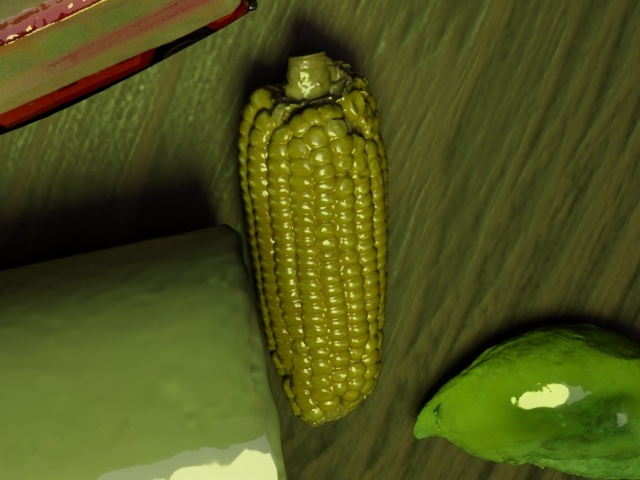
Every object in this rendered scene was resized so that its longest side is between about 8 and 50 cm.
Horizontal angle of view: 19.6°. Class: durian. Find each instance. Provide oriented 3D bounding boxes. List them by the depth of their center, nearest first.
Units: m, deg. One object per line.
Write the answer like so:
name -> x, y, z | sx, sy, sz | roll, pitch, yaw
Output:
durian -> 0.212, 0.142, 1.575 | 0.250, 0.101, 0.139 | 10, 109, -14

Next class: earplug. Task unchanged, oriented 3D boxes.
earplug -> -0.227, 0.172, 1.400 | 0.394, 0.312, 0.312 | -10, 112, -3

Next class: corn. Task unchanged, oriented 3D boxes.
corn -> 0.000, 0.000, 1.473 | 0.119, 0.119, 0.321 | -11, 117, -6

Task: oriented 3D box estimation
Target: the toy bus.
toy bus -> -0.208, -0.169, 1.338 | 0.303, 0.147, 0.127 | -23, 72, -2
